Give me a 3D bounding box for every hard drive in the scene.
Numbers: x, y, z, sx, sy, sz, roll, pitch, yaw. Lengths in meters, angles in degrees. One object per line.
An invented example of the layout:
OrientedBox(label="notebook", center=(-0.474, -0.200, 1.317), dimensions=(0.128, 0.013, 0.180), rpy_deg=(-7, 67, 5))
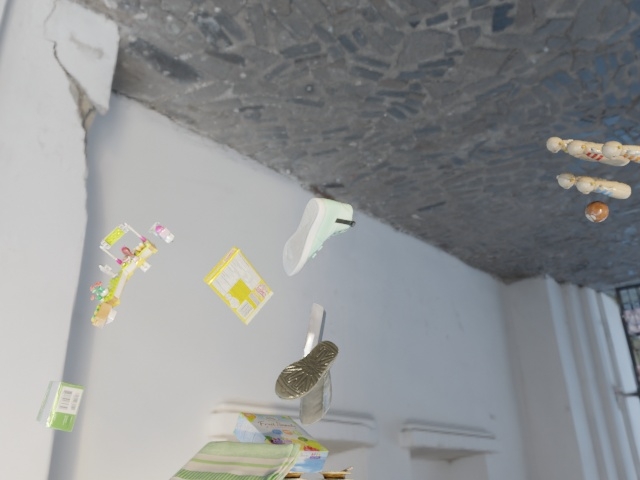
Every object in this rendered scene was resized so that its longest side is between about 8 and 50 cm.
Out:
OrientedBox(label="hard drive", center=(-0.027, 0.380, 2.254), dimensions=(0.054, 0.254, 0.172), rpy_deg=(10, 166, 8))

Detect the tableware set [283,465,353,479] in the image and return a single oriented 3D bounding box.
OrientedBox(label="tableware set", center=(-0.020, 0.535, 1.323), dimensions=(0.194, 0.039, 0.128), rpy_deg=(-4, 157, 10))

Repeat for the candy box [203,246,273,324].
OrientedBox(label="candy box", center=(-0.188, 0.110, 1.358), dimensions=(0.027, 0.105, 0.206), rpy_deg=(26, 158, 34))

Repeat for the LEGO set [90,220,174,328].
OrientedBox(label="LEGO set", center=(-0.487, 0.061, 1.380), dimensions=(0.132, 0.287, 0.107), rpy_deg=(6, 145, 48))

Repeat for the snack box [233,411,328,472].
OrientedBox(label="snack box", center=(-0.110, 0.544, 1.557), dimensions=(0.175, 0.070, 0.207), rpy_deg=(18, -179, -39))

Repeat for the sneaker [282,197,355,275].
OrientedBox(label="sneaker", center=(0.000, 0.000, 1.587), dimensions=(0.151, 0.094, 0.255), rpy_deg=(3, 129, -38))

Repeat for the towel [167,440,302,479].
OrientedBox(label="towel", center=(-0.203, 0.482, 1.145), dimensions=(0.248, 0.038, 0.325), rpy_deg=(-5, -174, 20))

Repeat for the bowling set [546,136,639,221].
OrientedBox(label="bowling set", center=(0.653, -0.148, 1.393), dimensions=(0.154, 0.199, 0.287), rpy_deg=(10, -173, -6))

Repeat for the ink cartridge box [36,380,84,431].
OrientedBox(label="ink cartridge box", center=(-0.658, 0.414, 1.456), dimensions=(0.062, 0.108, 0.209), rpy_deg=(21, 158, -27))

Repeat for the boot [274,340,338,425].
OrientedBox(label="boot", center=(-0.032, 0.334, 1.256), dimensions=(0.190, 0.076, 0.208), rpy_deg=(-30, 148, -37))
